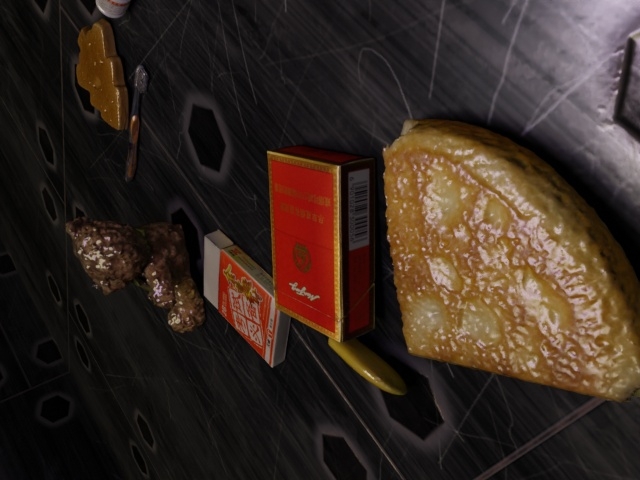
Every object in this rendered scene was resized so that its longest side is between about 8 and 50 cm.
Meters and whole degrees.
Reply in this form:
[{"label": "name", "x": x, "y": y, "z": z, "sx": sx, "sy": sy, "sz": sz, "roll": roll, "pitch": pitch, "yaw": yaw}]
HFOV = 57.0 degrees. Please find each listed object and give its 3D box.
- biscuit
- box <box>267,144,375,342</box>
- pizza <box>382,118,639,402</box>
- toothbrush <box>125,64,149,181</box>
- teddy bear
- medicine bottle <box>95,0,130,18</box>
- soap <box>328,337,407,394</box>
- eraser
[{"label": "biscuit", "x": -0.457, "y": -0.343, "z": 1.257, "sx": 0.212, "sy": 0.041, "sz": 0.239, "roll": -31, "pitch": 82, "yaw": 49}, {"label": "box", "x": 0.001, "y": 0.000, "z": 0.799, "sx": 0.153, "sy": 0.074, "sz": 0.240, "roll": 17, "pitch": 116, "yaw": 43}, {"label": "pizza", "x": 0.184, "y": 0.004, "z": 0.561, "sx": 0.268, "sy": 0.087, "sz": 0.258, "roll": 6, "pitch": 108, "yaw": 51}, {"label": "toothbrush", "x": -0.393, "y": -0.235, "z": 1.246, "sx": 0.031, "sy": 0.023, "sz": 0.321, "roll": 56, "pitch": 143, "yaw": 21}, {"label": "teddy bear", "x": -0.371, "y": 0.079, "z": 1.213, "sx": 0.246, "sy": 0.222, "sz": 0.296, "roll": 34, "pitch": 134, "yaw": 35}, {"label": "medicine bottle", "x": -0.370, "y": -0.451, "z": 1.070, "sx": 0.089, "sy": 0.057, "sz": 0.057, "roll": -23, "pitch": 89, "yaw": 54}, {"label": "soap", "x": 0.055, "y": 0.163, "z": 0.832, "sx": 0.033, "sy": 0.089, "sz": 0.168, "roll": -53, "pitch": 45, "yaw": 0}, {"label": "eraser", "x": -0.139, "y": 0.103, "z": 1.078, "sx": 0.230, "sy": 0.038, "sz": 0.157, "roll": 39, "pitch": 136, "yaw": 34}]
